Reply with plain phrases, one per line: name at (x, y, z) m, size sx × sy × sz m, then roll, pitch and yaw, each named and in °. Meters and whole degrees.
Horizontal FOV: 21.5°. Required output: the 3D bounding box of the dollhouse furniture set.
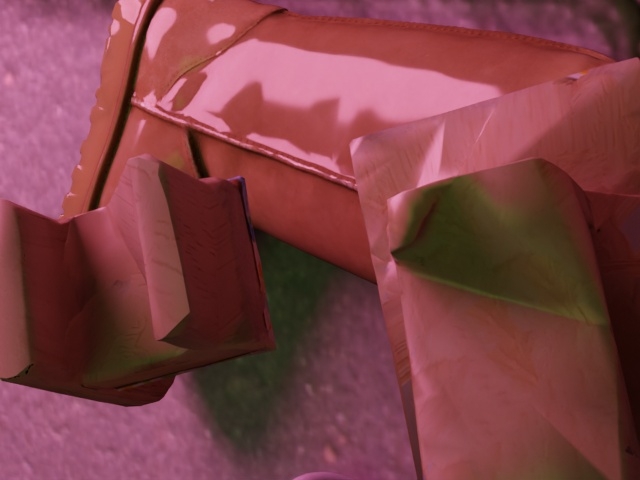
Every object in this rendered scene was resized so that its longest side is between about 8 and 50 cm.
dollhouse furniture set at (0.114, 0.140, 0.637) m, size 0.362 × 0.256 × 0.394 m, roll -15°, pitch 75°, yaw 16°

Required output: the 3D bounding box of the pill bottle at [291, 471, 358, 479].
pill bottle at (-0.022, 0.197, 0.853) m, size 0.087 × 0.087 × 0.160 m, roll 50°, pitch 124°, yaw 20°

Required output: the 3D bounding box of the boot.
boot at (0.000, 0.000, 0.799) m, size 0.269 × 0.089 × 0.236 m, roll 20°, pitch 111°, yaw 33°
